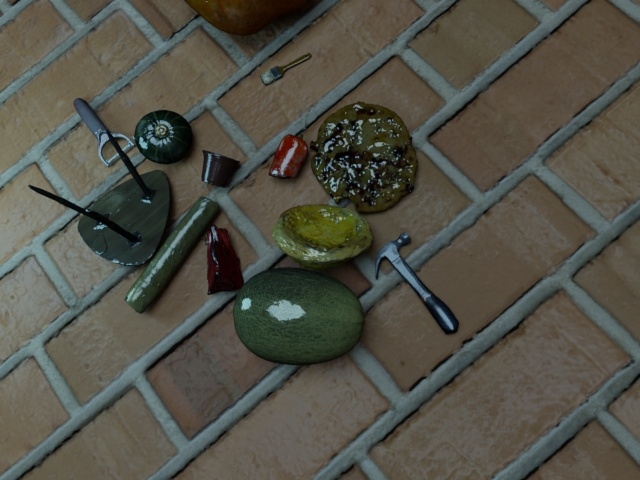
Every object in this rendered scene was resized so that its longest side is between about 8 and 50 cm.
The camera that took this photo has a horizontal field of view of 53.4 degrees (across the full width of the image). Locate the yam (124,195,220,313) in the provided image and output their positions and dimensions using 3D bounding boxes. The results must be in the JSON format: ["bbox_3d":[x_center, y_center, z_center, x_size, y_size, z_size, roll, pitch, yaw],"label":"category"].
[{"bbox_3d":[-0.414,0.037,1.784,0.083,0.083,0.371,33,80,19],"label":"yam"}]

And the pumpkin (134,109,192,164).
[{"bbox_3d":[-0.461,-0.306,1.873,0.167,0.125,0.167,0,89,-1],"label":"pumpkin"}]

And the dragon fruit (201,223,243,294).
[{"bbox_3d":[-0.292,0.049,1.739,0.092,0.122,0.192,-20,72,21],"label":"dragon fruit"}]

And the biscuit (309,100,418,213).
[{"bbox_3d":[0.116,-0.236,1.756,0.290,0.081,0.333,-25,69,3],"label":"biscuit"}]

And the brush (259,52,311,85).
[{"bbox_3d":[-0.103,-0.523,1.923,0.170,0.014,0.043,-28,68,1],"label":"brush"}]

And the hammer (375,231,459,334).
[{"bbox_3d":[0.250,0.125,1.639,0.137,0.037,0.289,-36,70,-1],"label":"hammer"}]

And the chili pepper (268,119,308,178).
[{"bbox_3d":[-0.077,-0.257,1.801,0.086,0.084,0.192,23,84,1],"label":"chili pepper"}]

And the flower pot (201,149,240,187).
[{"bbox_3d":[-0.297,-0.201,1.828,0.111,0.111,0.089,18,93,16],"label":"flower pot"}]

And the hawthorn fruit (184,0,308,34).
[{"bbox_3d":[-0.222,-0.841,1.826,0.472,0.472,0.471,-3,73,11],"label":"hawthorn fruit"}]

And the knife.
[{"bbox_3d":[-0.691,-0.363,1.981,0.123,0.053,0.278,-39,71,-7],"label":"knife"}]

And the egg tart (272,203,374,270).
[{"bbox_3d":[0.000,0.000,1.657,0.291,0.291,0.107,14,120,16],"label":"egg tart"}]

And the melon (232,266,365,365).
[{"bbox_3d":[-0.055,0.188,1.575,0.330,0.248,0.248,8,75,6],"label":"melon"}]

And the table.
[{"bbox_3d":[-0.586,-0.104,1.739,0.318,0.249,0.317,-9,61,16],"label":"table"}]
